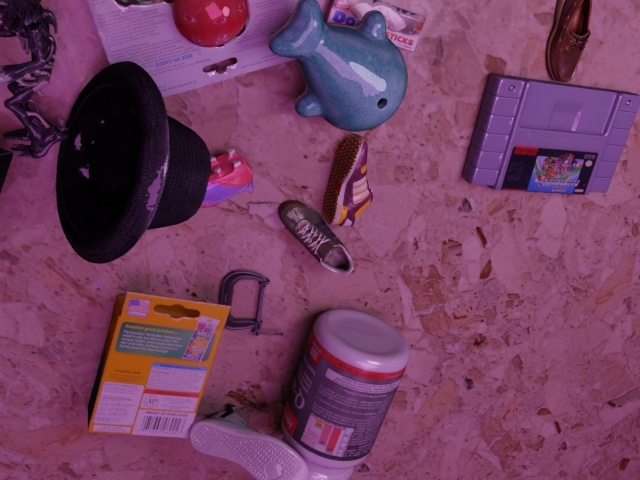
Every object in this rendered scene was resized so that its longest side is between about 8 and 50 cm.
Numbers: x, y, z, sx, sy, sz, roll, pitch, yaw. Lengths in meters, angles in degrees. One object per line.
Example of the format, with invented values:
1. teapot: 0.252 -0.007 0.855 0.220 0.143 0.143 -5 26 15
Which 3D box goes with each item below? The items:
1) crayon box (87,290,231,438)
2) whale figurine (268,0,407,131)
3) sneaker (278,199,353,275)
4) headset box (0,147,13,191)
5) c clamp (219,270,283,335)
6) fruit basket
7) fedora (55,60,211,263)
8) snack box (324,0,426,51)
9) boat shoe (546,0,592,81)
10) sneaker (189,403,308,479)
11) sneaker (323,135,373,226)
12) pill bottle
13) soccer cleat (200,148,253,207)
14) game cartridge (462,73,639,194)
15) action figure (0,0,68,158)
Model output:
1. crayon box: -0.320 0.232 1.308 0.203 0.083 0.323 11 112 -24
2. whale figurine: 0.040 -0.283 1.105 0.216 0.141 0.272 -47 141 13
3. sneaker: 0.000 0.000 1.299 0.064 0.086 0.192 -43 121 5
4. headset box: -0.624 -0.042 1.000 0.218 0.110 0.293 21 130 -26
5. c clamp: -0.141 0.129 1.357 0.137 0.022 0.161 -2 118 -13
6. fruit basket: -0.195 -0.407 1.010 0.326 0.165 0.353 -19 136 -9
7. fedora: -0.278 -0.110 1.026 0.152 0.334 0.334 11 113 -42
8. snack box: 0.098 -0.390 1.172 0.178 0.022 0.064 10 114 -24
9. boat shoe: 0.484 -0.392 1.285 0.064 0.060 0.178 -8 118 -15
10. sneaker: -0.134 0.426 1.400 0.255 0.151 0.094 22 93 8
11. sneaker: 0.067 -0.113 1.283 0.083 0.069 0.186 2 121 -30
12. pill bottle: 0.036 0.347 1.416 0.210 0.210 0.363 10 112 -23
13. soccer cleat: -0.237 -0.081 1.183 0.248 0.083 0.095 -22 136 -6
14. game cartridge: 0.482 -0.210 1.381 0.354 0.068 0.230 1 111 -20
15. action figure: -0.450 -0.262 0.967 0.140 0.164 0.276 -11 125 -23
